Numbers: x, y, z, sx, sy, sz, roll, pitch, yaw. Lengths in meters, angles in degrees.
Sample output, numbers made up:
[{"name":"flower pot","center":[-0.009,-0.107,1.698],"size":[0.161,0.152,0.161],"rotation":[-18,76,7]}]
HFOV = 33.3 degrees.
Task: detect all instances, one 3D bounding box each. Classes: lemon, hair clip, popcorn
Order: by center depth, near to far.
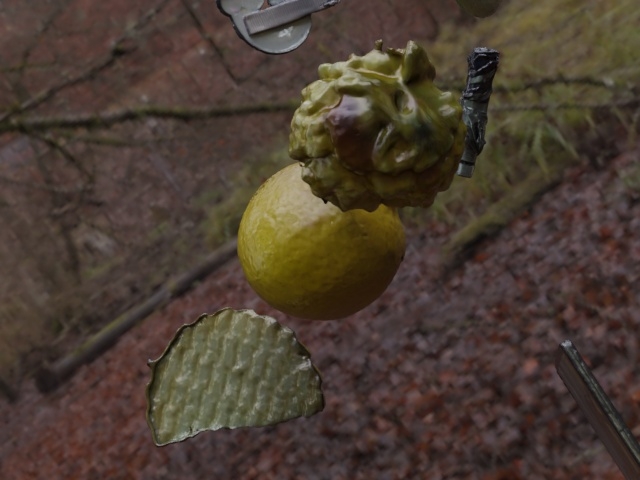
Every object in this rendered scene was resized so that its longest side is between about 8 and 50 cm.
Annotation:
[{"name":"popcorn","center":[0.069,-0.132,1.292],"size":[0.218,0.189,0.169],"rotation":[0,-11,-18]},{"name":"hair clip","center":[-0.059,-0.327,1.533],"size":[0.172,0.116,0.049],"rotation":[-22,1,-15]},{"name":"lemon","center":[0.001,-0.001,1.767],"size":[0.293,0.293,0.293],"rotation":[-34,10,7]}]

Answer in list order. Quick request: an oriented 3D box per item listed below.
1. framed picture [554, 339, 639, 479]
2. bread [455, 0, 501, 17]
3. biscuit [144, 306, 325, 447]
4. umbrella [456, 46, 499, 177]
[{"name":"framed picture","center":[0.333,0.234,1.162],"size":[0.016,0.265,0.347],"rotation":[-33,-14,4]},{"name":"bread","center":[0.185,-0.332,1.295],"size":[0.036,0.193,0.112],"rotation":[-8,68,34]},{"name":"biscuit","center":[-0.132,0.191,1.562],"size":[0.273,0.187,0.036],"rotation":[-10,-6,12]},{"name":"umbrella","center":[0.220,-0.183,1.533],"size":[0.046,0.188,0.050],"rotation":[7,17,-12]}]
